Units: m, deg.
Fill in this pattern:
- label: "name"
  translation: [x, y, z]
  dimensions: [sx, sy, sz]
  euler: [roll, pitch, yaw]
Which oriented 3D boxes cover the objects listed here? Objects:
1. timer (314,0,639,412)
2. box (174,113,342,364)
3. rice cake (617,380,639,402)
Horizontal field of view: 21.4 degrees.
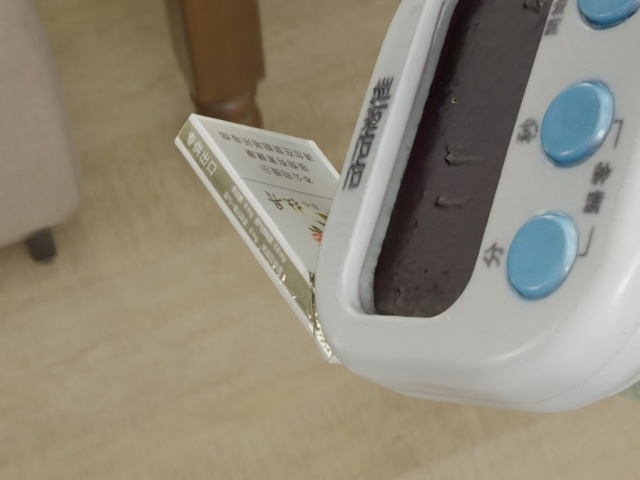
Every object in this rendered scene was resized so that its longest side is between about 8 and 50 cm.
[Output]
- label: "timer"
  translation: [0.107, -0.045, 0.838]
  dimensions: [0.087, 0.237, 0.262]
  euler: [25, 77, -30]
- label: "box"
  translation: [0.000, 0.000, 1.014]
  dimensions: [0.109, 0.029, 0.198]
  euler: [9, 34, -45]
- label: "rice cake"
  translation: [0.182, 0.061, 1.044]
  dimensions: [0.206, 0.069, 0.063]
  euler: [18, 58, 24]
